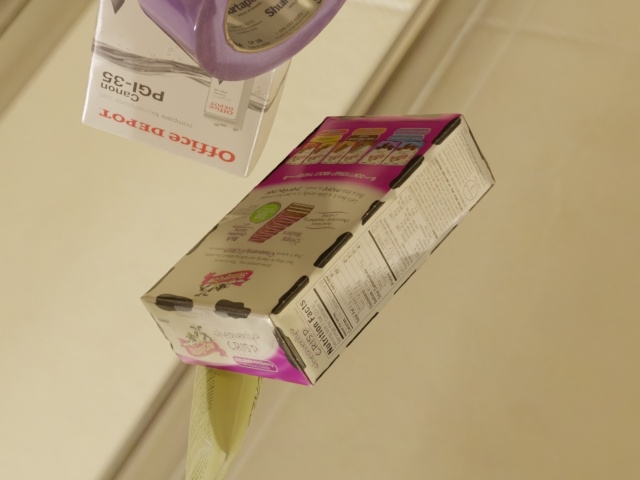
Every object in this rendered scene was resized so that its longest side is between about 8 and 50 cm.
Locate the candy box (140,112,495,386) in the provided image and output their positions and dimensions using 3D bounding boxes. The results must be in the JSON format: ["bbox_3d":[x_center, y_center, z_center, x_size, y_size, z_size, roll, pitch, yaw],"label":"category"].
[{"bbox_3d":[0.000,0.000,1.105,0.159,0.233,0.071,5,132,50],"label":"candy box"}]

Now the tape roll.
[{"bbox_3d":[-0.052,-0.226,1.183,0.080,0.189,0.189,44,163,23],"label":"tape roll"}]

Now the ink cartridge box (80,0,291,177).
[{"bbox_3d":[-0.129,-0.225,1.575,0.207,0.117,0.283,19,135,0],"label":"ink cartridge box"}]

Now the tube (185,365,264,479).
[{"bbox_3d":[-0.072,0.117,1.145,0.062,0.240,0.070,-14,123,15],"label":"tube"}]
